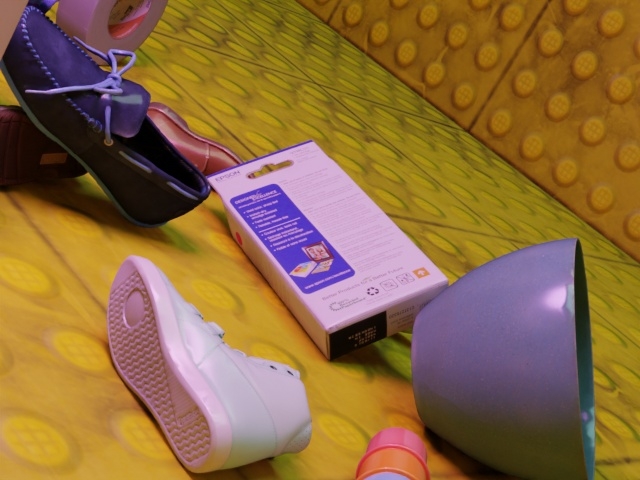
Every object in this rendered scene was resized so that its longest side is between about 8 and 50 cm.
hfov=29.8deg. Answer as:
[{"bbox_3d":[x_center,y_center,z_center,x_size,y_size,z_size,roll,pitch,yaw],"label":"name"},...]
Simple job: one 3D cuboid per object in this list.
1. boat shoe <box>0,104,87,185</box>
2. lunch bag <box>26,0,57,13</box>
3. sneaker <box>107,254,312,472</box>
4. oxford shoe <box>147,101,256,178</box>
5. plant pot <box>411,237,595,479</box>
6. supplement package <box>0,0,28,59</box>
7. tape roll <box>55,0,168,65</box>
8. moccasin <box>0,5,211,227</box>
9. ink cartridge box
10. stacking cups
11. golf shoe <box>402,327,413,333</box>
[{"bbox_3d":[-0.373,-0.120,1.440,0.095,0.095,0.257,25,7,21],"label":"boat shoe"},{"bbox_3d":[-0.415,-0.365,1.475,0.221,0.138,0.293,47,-29,-17],"label":"lunch bag"},{"bbox_3d":[-0.107,0.120,1.178,0.151,0.094,0.256,5,40,-43],"label":"sneaker"},{"bbox_3d":[-0.189,-0.115,1.781,0.212,0.076,0.076,33,47,-1],"label":"oxford shoe"},{"bbox_3d":[0.215,0.147,1.419,0.195,0.290,0.290,-3,9,16],"label":"plant pot"},{"bbox_3d":[-0.444,-0.222,1.240,0.177,0.293,0.175,13,24,-44],"label":"supplement package"},{"bbox_3d":[-0.349,-0.410,2.047,0.072,0.219,0.219,35,18,16],"label":"tape roll"},{"bbox_3d":[-0.248,-0.158,1.437,0.342,0.117,0.138,50,33,-44],"label":"moccasin"},{"bbox_3d":[0.000,0.000,1.599,0.175,0.069,0.371,-21,44,-19],"label":"ink cartridge box"},{"bbox_3d":[0.054,0.252,1.095,0.096,0.096,0.316,30,15,-3],"label":"stacking cups"},{"bbox_3d":[0.070,0.087,1.628,0.198,0.077,0.094,25,28,3],"label":"golf shoe"}]
